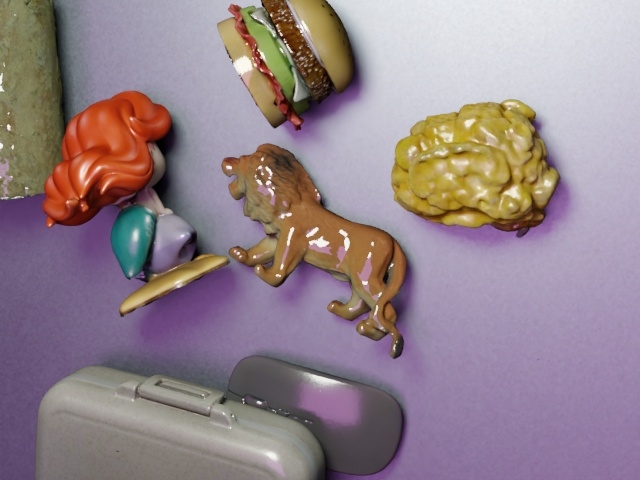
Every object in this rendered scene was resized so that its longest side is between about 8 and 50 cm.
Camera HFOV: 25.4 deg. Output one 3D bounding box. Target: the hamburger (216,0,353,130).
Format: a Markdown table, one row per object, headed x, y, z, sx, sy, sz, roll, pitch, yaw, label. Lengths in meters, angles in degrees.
| x | y | z | sx | sy | sz | roll | pitch | yaw | label |
| --- | --- | --- | --- | --- | --- | --- | --- | --- | --- |
| -0.034 | -0.228 | 1.696 | 0.137 | 0.175 | 0.175 | -30 | 88 | 3 | hamburger |

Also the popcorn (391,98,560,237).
| x | y | z | sx | sy | sz | roll | pitch | yaw | label |
| --- | --- | --- | --- | --- | --- | --- | --- | --- | --- |
| 0.183 | -0.090 | 1.660 | 0.194 | 0.140 | 0.163 | 18 | 105 | 11 | popcorn |

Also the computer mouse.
| x | y | z | sx | sy | sz | roll | pitch | yaw | label |
| --- | --- | --- | --- | --- | --- | --- | --- | --- | --- |
| -0.012 | 0.220 | 1.785 | 0.232 | 0.057 | 0.120 | 16 | 99 | 13 | computer mouse |

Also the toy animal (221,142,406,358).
| x | y | z | sx | sy | sz | roll | pitch | yaw | label |
| --- | --- | --- | --- | --- | --- | --- | --- | --- | --- |
| 0.000 | 0.000 | 1.743 | 0.312 | 0.097 | 0.157 | 29 | 96 | 9 | toy animal |

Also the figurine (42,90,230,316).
| x | y | z | sx | sy | sz | roll | pitch | yaw | label |
| --- | --- | --- | --- | --- | --- | --- | --- | --- | --- |
| -0.239 | -0.050 | 1.744 | 0.208 | 0.181 | 0.257 | -28 | 90 | -20 | figurine |

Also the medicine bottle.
| x | y | z | sx | sy | sz | roll | pitch | yaw | label |
| --- | --- | --- | --- | --- | --- | --- | --- | --- | --- |
| -0.180 | 0.309 | 1.785 | 0.375 | 0.123 | 0.282 | 14 | 114 | 19 | medicine bottle |

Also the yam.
| x | y | z | sx | sy | sz | roll | pitch | yaw | label |
| --- | --- | --- | --- | --- | --- | --- | --- | --- | --- |
| -0.411 | -0.204 | 1.793 | 0.168 | 0.168 | 0.304 | -3 | 94 | 15 | yam |
